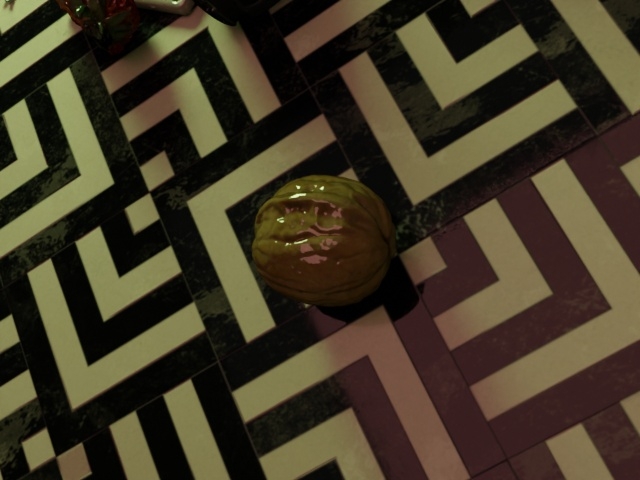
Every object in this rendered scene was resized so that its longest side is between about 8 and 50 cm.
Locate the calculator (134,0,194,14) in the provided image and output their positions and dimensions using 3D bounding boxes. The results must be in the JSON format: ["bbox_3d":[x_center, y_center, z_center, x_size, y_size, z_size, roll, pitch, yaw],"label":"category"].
[{"bbox_3d":[-0.288,-0.468,1.572,0.175,0.032,0.100,14,81,24],"label":"calculator"}]

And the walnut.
[{"bbox_3d":[0.000,0.000,1.244,0.213,0.213,0.213,-6,74,21],"label":"walnut"}]

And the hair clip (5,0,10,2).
[{"bbox_3d":[-0.614,-0.535,1.722,0.030,0.039,0.115,27,89,32],"label":"hair clip"}]

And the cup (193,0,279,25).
[{"bbox_3d":[-0.138,-0.449,1.427,0.176,0.169,0.223,-42,54,13],"label":"cup"}]

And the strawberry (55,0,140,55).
[{"bbox_3d":[-0.407,-0.432,1.536,0.106,0.188,0.286,-42,42,-5],"label":"strawberry"}]
